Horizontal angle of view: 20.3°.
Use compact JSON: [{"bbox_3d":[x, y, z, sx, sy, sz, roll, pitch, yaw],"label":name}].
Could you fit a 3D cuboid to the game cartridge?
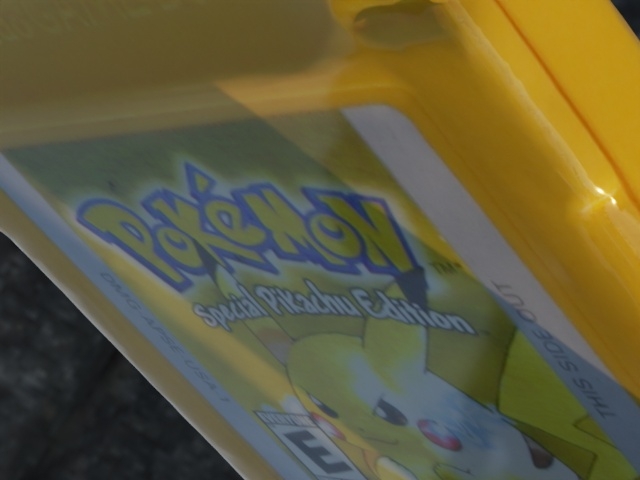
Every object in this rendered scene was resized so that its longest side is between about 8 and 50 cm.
[{"bbox_3d":[0.000,0.000,0.534,0.285,0.053,0.324,-2,139,51],"label":"game cartridge"}]
